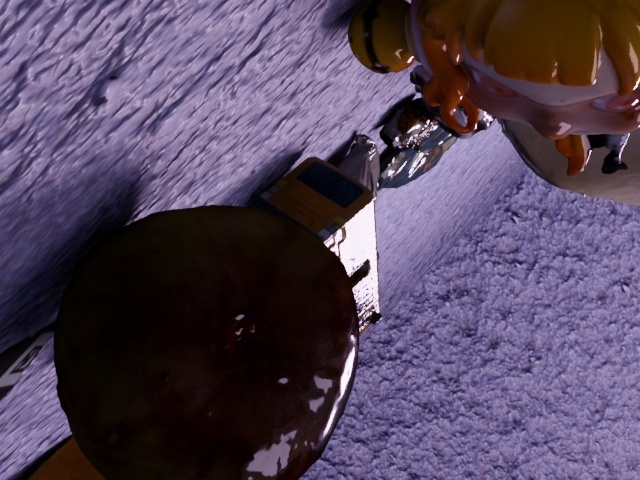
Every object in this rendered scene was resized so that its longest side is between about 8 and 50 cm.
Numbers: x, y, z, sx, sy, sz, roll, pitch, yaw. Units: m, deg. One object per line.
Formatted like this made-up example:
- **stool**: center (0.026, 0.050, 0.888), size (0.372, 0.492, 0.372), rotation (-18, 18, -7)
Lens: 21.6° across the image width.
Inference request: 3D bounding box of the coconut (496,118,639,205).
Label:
- **coconut**: center (0.306, -0.178, 1.649), size (0.323, 0.323, 0.323), rotation (-45, 173, -7)

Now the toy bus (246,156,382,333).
- **toy bus**: center (-0.002, 0.021, 1.521), size (0.103, 0.091, 0.182), rotation (-41, 148, -27)

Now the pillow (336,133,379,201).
- **pillow**: center (-0.030, 0.006, 1.636), size (0.255, 0.059, 0.169), rotation (-41, 172, -27)

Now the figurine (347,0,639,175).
- **figurine**: center (0.177, -0.165, 1.170), size (0.323, 0.320, 0.196), rotation (62, 38, -70)

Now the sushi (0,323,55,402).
- **sushi**: center (-0.306, 0.207, 1.179), size (0.292, 0.059, 0.294), rotation (-51, 171, 32)

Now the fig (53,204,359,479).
- **fig**: center (-0.115, 0.076, 1.211), size (0.217, 0.217, 0.321), rotation (-43, -161, -21)

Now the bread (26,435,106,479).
- **bread**: center (-0.229, 0.266, 1.683), size (0.134, 0.129, 0.260), rotation (-49, 174, 14)

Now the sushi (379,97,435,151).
- **sushi**: center (0.096, -0.118, 1.711), size (0.046, 0.044, 0.083), rotation (-48, 174, 26)

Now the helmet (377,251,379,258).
- **helmet**: center (0.020, 0.031, 2.012), size (0.123, 0.070, 0.098), rotation (-43, 173, -29)

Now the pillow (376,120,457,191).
- **pillow**: center (0.146, -0.132, 1.958), size (0.189, 0.034, 0.255), rotation (-48, 172, 18)
